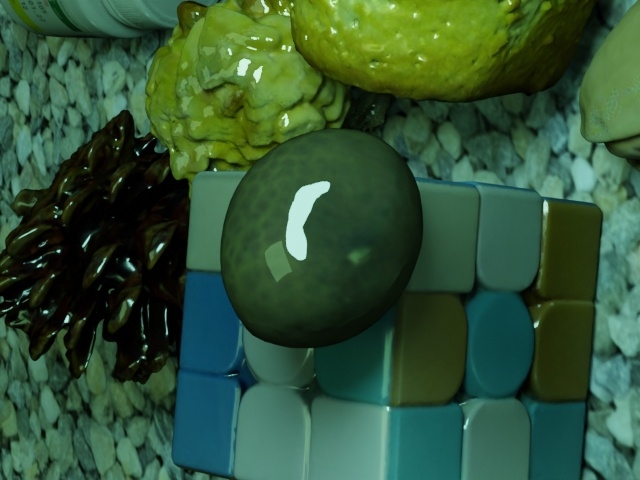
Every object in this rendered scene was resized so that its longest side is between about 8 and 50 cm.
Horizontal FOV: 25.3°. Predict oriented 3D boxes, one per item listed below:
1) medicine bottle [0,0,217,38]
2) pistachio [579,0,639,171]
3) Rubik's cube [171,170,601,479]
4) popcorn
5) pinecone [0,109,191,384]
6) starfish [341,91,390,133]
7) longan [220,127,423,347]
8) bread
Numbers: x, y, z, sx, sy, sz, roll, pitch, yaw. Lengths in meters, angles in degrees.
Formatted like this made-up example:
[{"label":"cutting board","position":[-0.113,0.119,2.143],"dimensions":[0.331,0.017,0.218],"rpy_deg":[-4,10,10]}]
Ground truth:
[{"label":"medicine bottle","position":[-0.315,-0.405,2.115],"dimensions":[0.339,0.208,0.208],"rpy_deg":[9,94,45]},{"label":"pistachio","position":[0.383,-0.184,1.424],"dimensions":[0.293,0.162,0.182],"rpy_deg":[-36,27,36]},{"label":"Rubik's cube","position":[0.074,0.105,1.601],"dimensions":[0.347,0.344,0.347],"rpy_deg":[2,87,44]},{"label":"popcorn","position":[-0.096,-0.165,1.762],"dimensions":[0.264,0.225,0.332],"rpy_deg":[11,107,27]},{"label":"pinecone","position":[-0.253,0.017,1.948],"dimensions":[0.397,0.397,0.398],"rpy_deg":[-3,86,45]},{"label":"starfish","position":[0.005,-0.142,1.855],"dimensions":[0.138,0.050,0.247],"rpy_deg":[23,102,9]},{"label":"longan","position":[0.000,0.000,1.316],"dimensions":[0.198,0.198,0.212],"rpy_deg":[-3,66,45]},{"label":"bread","position":[0.126,-0.267,1.560],"dimensions":[0.336,0.358,0.204],"rpy_deg":[20,111,42]}]
